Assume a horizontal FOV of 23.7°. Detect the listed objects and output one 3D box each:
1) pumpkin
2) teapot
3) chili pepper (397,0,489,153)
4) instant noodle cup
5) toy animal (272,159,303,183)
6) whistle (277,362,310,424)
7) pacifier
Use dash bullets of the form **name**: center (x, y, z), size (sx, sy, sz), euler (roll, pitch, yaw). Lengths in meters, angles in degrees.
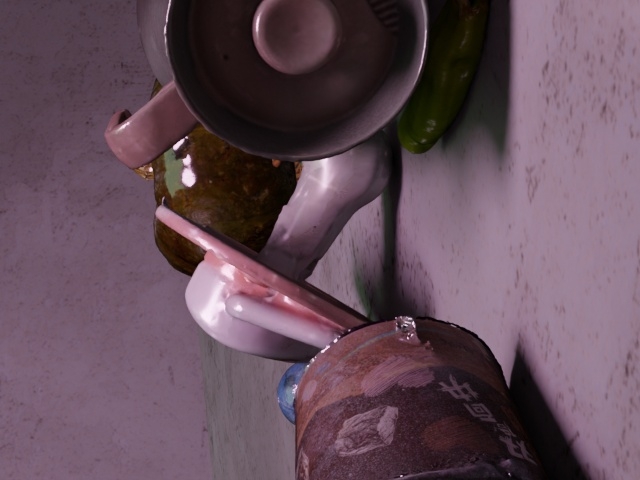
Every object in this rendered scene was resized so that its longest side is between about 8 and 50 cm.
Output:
- **pumpkin**: center (-0.149, -0.086, 1.967), size (0.232, 0.242, 0.324), euler (-81, -11, -69)
- **teapot**: center (-0.051, -0.176, 1.283), size (0.253, 0.300, 0.344), euler (52, -177, -11)
- **chili pepper**: center (0.101, -0.136, 1.259), size (0.052, 0.050, 0.201), euler (42, 149, 16)
- **instant noodle cup**: center (0.073, 0.182, 1.125), size (0.207, 0.218, 0.217), euler (-100, 12, -56)
- **toy animal**: center (-0.022, -0.113, 1.828), size (0.241, 0.057, 0.099), euler (-105, 16, -46)
- **whistle**: center (-0.005, 0.189, 1.781), size (0.158, 0.090, 0.090), euler (-116, 25, -62)
- **pacifier**: center (-0.029, 0.018, 1.507), size (0.332, 0.220, 0.273), euler (33, -129, -75)
